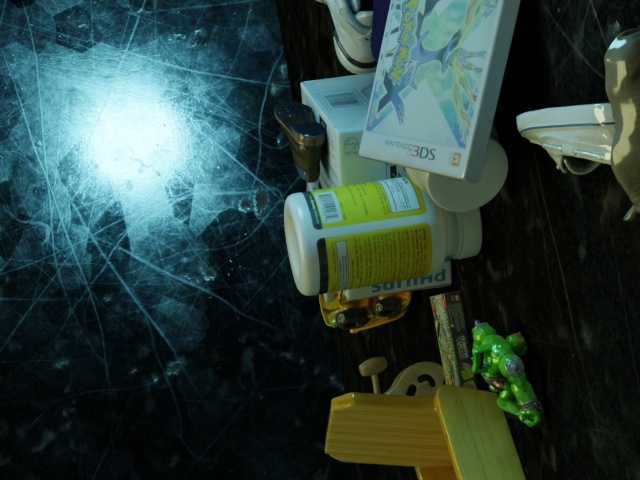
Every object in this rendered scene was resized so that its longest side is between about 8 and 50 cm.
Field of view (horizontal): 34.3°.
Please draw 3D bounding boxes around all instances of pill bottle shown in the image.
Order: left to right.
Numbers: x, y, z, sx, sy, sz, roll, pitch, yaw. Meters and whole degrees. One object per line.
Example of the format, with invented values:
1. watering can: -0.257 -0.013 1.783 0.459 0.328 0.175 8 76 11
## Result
1. pill bottle: 0.112 -0.015 1.880 0.188 0.334 0.188 171 90 -81
2. pill bottle: 0.199 -0.174 1.727 0.283 0.161 0.161 -114 17 -56

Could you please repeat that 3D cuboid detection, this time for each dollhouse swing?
1. dollhouse swing: 0.190 0.463 1.985 0.347 0.305 0.315 97 162 -58

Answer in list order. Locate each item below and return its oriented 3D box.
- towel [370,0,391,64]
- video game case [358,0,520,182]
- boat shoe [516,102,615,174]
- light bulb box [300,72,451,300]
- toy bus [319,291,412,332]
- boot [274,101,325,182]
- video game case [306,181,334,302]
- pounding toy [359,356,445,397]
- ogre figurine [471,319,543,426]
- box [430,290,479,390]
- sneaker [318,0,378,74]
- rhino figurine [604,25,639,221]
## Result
1. towel: 0.171 -0.404 1.990 0.308 0.076 0.228 -113 24 -59
2. video game case: 0.176 -0.269 1.575 0.300 0.036 0.329 21 100 59
3. boat shoe: 0.313 -0.123 1.280 0.258 0.095 0.084 -154 59 -80
4. light bulb box: 0.110 -0.122 2.137 0.358 0.225 0.361 -118 22 -63
5. toy bus: 0.137 0.141 2.483 0.211 0.220 0.149 36 -139 -54
6. boot: -0.046 -0.200 2.062 0.219 0.082 0.106 -119 26 -59
7. video game case: 0.000 0.000 2.156 0.201 0.023 0.183 92 165 -53
8. pounding toy: 0.212 0.358 2.297 0.269 0.154 0.155 60 168 7
9. ogre figurine: 0.299 0.212 1.713 0.197 0.096 0.118 -92 -12 -56
10. box: 0.268 0.208 2.081 0.114 0.036 0.207 138 122 -79
11. sneaker: 0.065 -0.563 2.272 0.210 0.137 0.366 107 147 -68
12. rhino figurine: 0.345 -0.104 1.056 0.073 0.106 0.243 -140 41 -77
